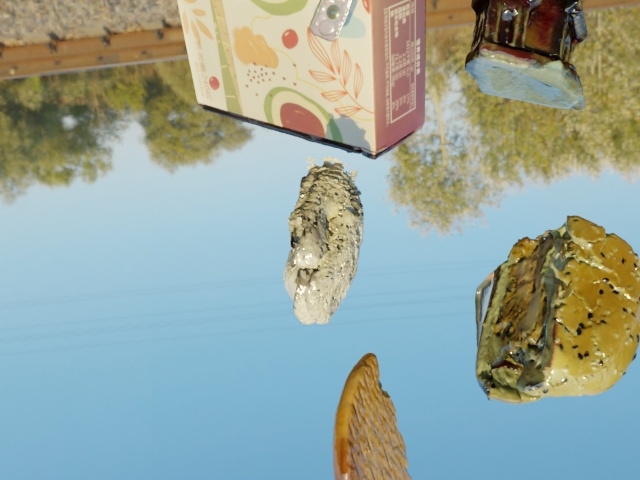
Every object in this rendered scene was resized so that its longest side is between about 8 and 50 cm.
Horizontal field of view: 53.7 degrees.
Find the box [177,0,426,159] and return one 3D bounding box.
[{"bbox_3d":[-0.040,-0.333,0.800,0.345,0.385,0.122,22,-138,35],"label":"box"}]

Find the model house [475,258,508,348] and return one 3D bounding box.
[{"bbox_3d":[0.526,0.157,1.427,0.301,0.190,0.271,0,157,-6],"label":"model house"}]

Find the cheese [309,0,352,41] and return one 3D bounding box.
[{"bbox_3d":[0.040,-0.267,0.551,0.097,0.192,0.037,16,-155,-22],"label":"cheese"}]

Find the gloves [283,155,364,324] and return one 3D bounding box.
[{"bbox_3d":[0.004,0.001,0.591,0.070,0.114,0.153,11,-128,5],"label":"gloves"}]

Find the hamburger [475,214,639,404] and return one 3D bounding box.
[{"bbox_3d":[0.352,0.112,0.899,0.192,0.287,0.167,23,155,-9],"label":"hamburger"}]

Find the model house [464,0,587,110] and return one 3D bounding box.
[{"bbox_3d":[0.204,-0.218,0.610,0.106,0.152,0.165,6,177,24],"label":"model house"}]

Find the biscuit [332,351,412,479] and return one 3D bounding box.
[{"bbox_3d":[0.058,0.250,0.694,0.033,0.224,0.144,-10,-163,32],"label":"biscuit"}]
